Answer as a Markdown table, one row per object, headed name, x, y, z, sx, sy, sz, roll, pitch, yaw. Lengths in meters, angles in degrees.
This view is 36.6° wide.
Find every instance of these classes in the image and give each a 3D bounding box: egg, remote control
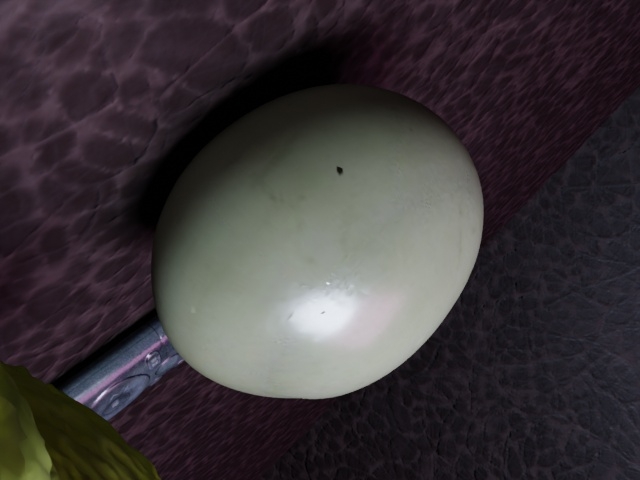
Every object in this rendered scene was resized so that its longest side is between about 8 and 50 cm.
| name | x | y | z | sx | sy | sz | roll | pitch | yaw |
| --- | --- | --- | --- | --- | --- | --- | --- | --- | --- |
| egg | 0.000 | 0.000 | 0.720 | 0.269 | 0.219 | 0.219 | -32 | 162 | -19 |
| remote control | -0.143 | 0.094 | 0.946 | 0.377 | 0.044 | 0.107 | -37 | 160 | -22 |

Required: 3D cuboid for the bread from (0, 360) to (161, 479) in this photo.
| name | x | y | z | sx | sy | sz | roll | pitch | yaw |
| --- | --- | --- | --- | --- | --- | --- | --- | --- | --- |
| bread | -0.223 | 0.178 | 0.425 | 0.348 | 0.348 | 0.307 | -37 | 159 | -22 |
